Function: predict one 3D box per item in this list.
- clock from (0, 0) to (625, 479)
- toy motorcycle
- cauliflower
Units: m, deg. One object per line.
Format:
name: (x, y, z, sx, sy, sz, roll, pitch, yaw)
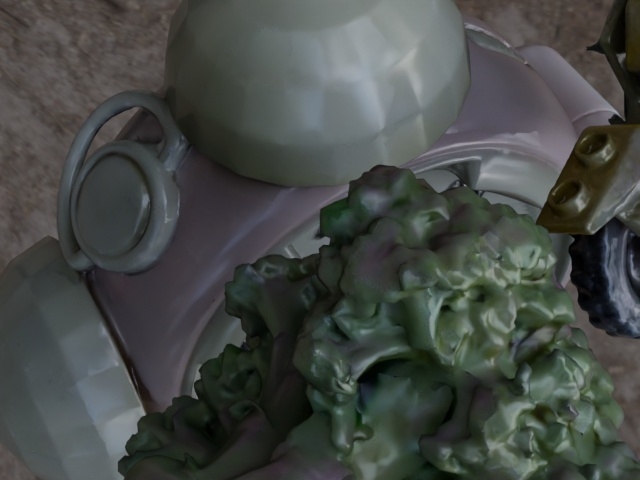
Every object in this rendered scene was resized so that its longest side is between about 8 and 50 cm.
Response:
clock: (0.000, 0.000, 0.722, 0.325, 0.184, 0.342, 7, 123, -51)
toy motorcycle: (0.153, -0.073, 0.562, 0.130, 0.094, 0.229, 53, 58, -34)
cauliflower: (-0.003, 0.115, 0.457, 0.315, 0.239, 0.256, -9, 71, -44)
